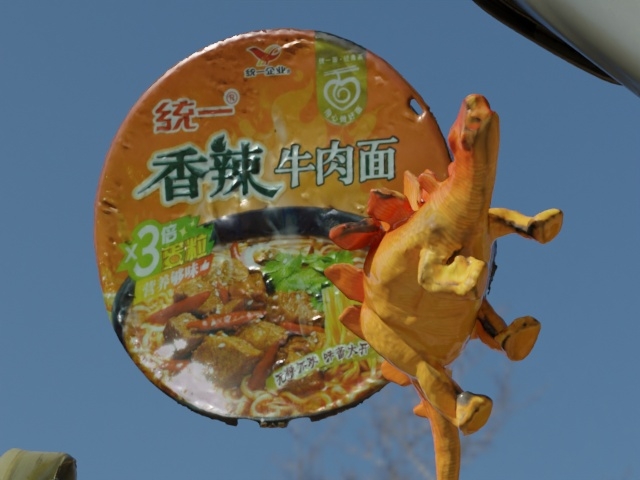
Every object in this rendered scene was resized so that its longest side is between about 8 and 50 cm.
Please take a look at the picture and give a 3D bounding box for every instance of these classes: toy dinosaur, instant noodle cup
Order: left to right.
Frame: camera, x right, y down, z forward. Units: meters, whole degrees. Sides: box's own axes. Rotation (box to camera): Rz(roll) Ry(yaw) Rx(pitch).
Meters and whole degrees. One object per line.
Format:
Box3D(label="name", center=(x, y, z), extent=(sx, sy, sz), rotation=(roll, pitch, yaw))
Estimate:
Box3D(label="instant noodle cup", center=(0.000, 0.000, 1.186), extent=(0.230, 0.230, 0.182), rotation=(-12, -9, 18))
Box3D(label="toy dinosaur", center=(0.051, 0.035, 0.999), extent=(0.070, 0.117, 0.288), rotation=(-29, -38, -32))

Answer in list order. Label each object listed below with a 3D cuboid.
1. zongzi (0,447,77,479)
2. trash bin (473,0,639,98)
Box3D(label="zongzi", center=(-0.262, 0.336, 1.669), extent=(0.115, 0.256, 0.228), rotation=(0, -59, 2))
Box3D(label="trash bin", center=(0.209, -0.163, 1.009), extent=(0.220, 0.250, 0.219), rotation=(23, -72, -33))
